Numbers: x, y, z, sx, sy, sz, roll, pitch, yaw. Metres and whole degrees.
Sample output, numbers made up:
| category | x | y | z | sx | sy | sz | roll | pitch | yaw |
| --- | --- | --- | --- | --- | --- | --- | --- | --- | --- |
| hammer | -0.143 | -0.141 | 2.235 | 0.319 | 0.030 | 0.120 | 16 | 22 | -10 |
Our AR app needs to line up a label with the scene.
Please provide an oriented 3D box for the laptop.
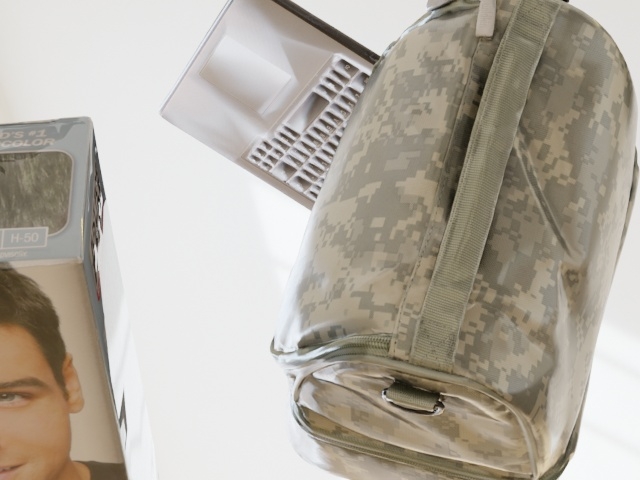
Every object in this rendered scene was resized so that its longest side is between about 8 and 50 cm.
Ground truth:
| category | x | y | z | sx | sy | sz | roll | pitch | yaw |
| --- | --- | --- | --- | --- | --- | --- | --- | --- | --- |
| laptop | 0.000 | 0.000 | 1.826 | 0.236 | 0.408 | 0.382 | -61 | 7 | -22 |

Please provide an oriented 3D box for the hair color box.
| category | x | y | z | sx | sy | sz | roll | pitch | yaw |
| --- | --- | --- | --- | --- | --- | --- | --- | --- | --- |
| hair color box | -0.207 | 0.098 | 1.115 | 0.185 | 0.113 | 0.374 | -3 | -42 | 1 |

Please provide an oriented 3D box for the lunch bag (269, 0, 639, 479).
| category | x | y | z | sx | sy | sz | roll | pitch | yaw |
| --- | --- | --- | --- | --- | --- | --- | --- | --- | --- |
| lunch bag | 0.098 | 0.003 | 1.219 | 0.213 | 0.305 | 0.256 | 16 | -22 | 5 |
